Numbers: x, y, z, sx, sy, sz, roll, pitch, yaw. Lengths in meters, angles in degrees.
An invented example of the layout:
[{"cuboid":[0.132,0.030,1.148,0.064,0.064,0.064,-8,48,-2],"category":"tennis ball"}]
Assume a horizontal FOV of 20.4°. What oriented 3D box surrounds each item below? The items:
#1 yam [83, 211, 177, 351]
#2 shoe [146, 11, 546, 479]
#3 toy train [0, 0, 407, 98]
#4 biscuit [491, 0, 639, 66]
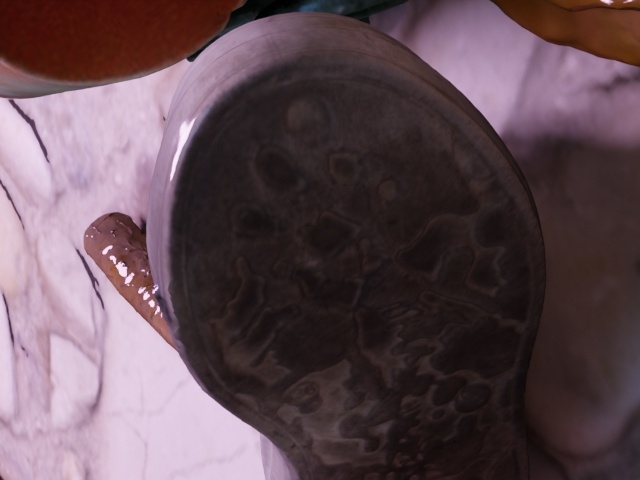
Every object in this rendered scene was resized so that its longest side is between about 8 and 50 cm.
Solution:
[{"cuboid":[-0.070,0.034,0.873,0.145,0.032,0.032,42,129,40],"category":"yam"},{"cuboid":[0.000,0.000,0.648,0.316,0.124,0.159,79,172,-52],"category":"shoe"},{"cuboid":[-0.073,-0.105,0.668,0.285,0.177,0.116,-164,52,-74],"category":"toy train"},{"cuboid":[0.109,-0.190,0.530,0.296,0.102,0.296,19,115,48],"category":"biscuit"}]
